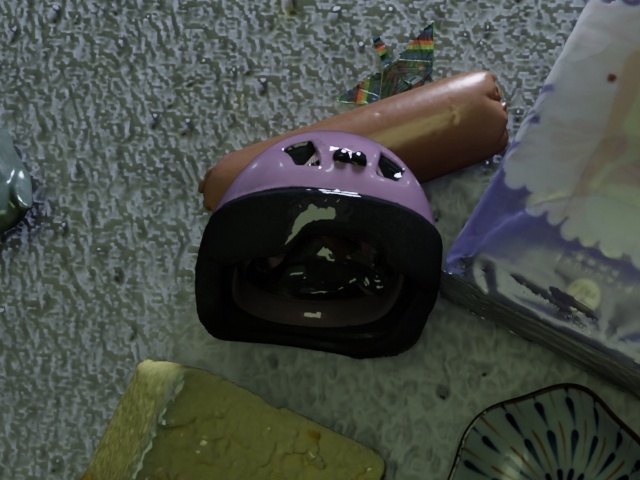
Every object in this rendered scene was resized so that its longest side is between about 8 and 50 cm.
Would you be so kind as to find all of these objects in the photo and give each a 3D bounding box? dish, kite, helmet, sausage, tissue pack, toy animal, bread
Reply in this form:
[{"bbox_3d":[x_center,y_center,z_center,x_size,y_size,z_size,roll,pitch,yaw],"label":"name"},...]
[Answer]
[{"bbox_3d":[0.194,0.216,1.029,0.190,0.066,0.191,-18,55,27],"label":"dish"},{"bbox_3d":[0.073,-0.157,1.187,0.122,0.004,0.090,-34,75,-2],"label":"kite"},{"bbox_3d":[0.000,0.000,1.029,0.198,0.253,0.154,8,76,-6],"label":"helmet"},{"bbox_3d":[0.032,-0.074,1.132,0.289,0.086,0.086,-19,74,2],"label":"sausage"},{"bbox_3d":[0.281,-0.055,1.071,0.242,0.125,0.344,28,79,15],"label":"tissue pack"},{"bbox_3d":[-0.368,-0.007,1.175,0.236,0.138,0.108,-41,114,20],"label":"toy animal"},{"bbox_3d":[-0.095,0.258,1.074,0.236,0.198,0.263,27,81,-21],"label":"bread"}]
